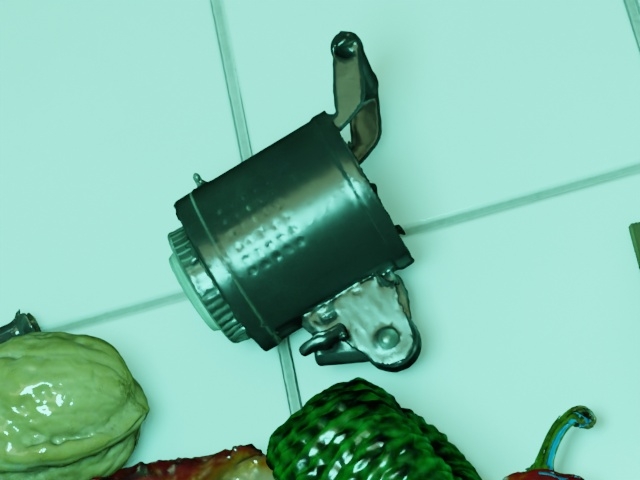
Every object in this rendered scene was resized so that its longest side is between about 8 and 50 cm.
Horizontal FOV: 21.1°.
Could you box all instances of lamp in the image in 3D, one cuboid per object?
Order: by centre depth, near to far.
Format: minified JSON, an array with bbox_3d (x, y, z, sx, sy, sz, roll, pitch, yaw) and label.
[{"bbox_3d":[-0.041,-0.016,1.955,0.272,0.205,0.374,-12,76,5],"label":"lamp"}]

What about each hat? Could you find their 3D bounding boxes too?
[{"bbox_3d":[0.009,0.323,1.783,0.242,0.274,0.332,41,92,-10],"label":"hat"}]

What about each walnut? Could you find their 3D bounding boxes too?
[{"bbox_3d":[-0.315,0.199,1.949,0.245,0.198,0.198,-5,67,3],"label":"walnut"}]

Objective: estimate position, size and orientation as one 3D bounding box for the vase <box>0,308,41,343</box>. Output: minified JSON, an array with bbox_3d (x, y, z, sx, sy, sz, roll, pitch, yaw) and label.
[{"bbox_3d":[-0.419,0.142,2.052,0.183,0.120,0.120,-30,63,-14],"label":"vase"}]

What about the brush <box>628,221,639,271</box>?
[{"bbox_3d":[0.385,0.086,1.901,0.043,0.036,0.248,-12,59,5],"label":"brush"}]

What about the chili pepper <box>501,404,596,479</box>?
[{"bbox_3d":[0.223,0.356,1.797,0.110,0.110,0.388,3,73,16],"label":"chili pepper"}]

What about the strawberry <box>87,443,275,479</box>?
[{"bbox_3d":[-0.184,0.338,1.883,0.253,0.150,0.280,27,68,-12],"label":"strawberry"}]
